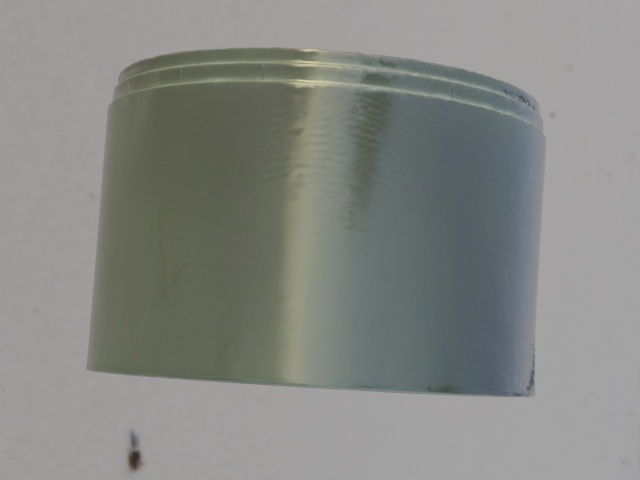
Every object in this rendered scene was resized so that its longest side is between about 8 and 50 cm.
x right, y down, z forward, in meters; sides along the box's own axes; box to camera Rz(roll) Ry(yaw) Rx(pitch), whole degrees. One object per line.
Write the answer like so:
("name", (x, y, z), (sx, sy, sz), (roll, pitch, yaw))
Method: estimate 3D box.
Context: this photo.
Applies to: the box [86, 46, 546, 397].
("box", (0.000, 0.000, 0.688), (0.226, 0.226, 0.149), (20, 74, -71))
